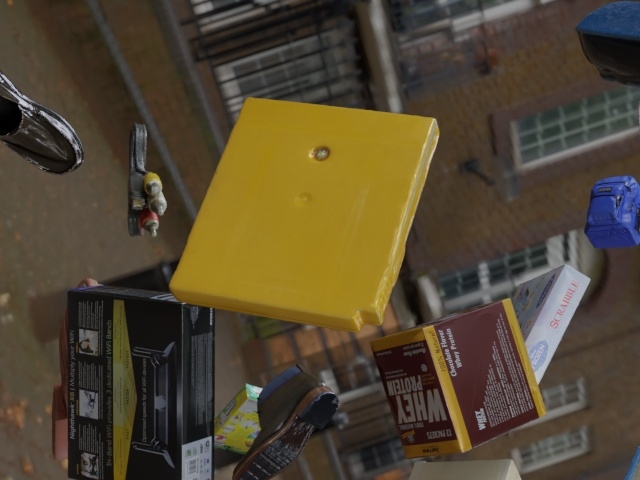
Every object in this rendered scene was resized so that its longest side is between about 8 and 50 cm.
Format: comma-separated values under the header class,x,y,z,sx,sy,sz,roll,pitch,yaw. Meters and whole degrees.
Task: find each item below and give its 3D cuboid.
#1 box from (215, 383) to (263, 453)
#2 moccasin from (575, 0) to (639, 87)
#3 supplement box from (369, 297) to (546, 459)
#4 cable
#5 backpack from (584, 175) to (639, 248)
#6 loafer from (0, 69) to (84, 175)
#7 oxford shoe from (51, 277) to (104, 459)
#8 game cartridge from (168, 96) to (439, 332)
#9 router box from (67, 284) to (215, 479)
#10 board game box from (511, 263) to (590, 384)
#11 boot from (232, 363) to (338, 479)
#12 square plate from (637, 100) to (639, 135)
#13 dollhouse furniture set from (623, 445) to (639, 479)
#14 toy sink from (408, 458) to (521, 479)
class,x,y,z,sx,sy,sz,roll,pitch,yaw
box,-0.156,0.377,2.333,0.105,0.179,0.043,22,33,-28
moccasin,0.492,-0.246,1.503,0.342,0.138,0.116,40,-20,58
supplement box,0.211,0.210,1.712,0.129,0.194,0.191,-21,-95,51
cable,-0.337,-0.112,2.163,0.287,0.072,0.139,-102,-160,-54
backpack,0.526,-0.059,1.990,0.101,0.098,0.120,51,49,-43
loafer,-0.417,-0.156,1.538,0.220,0.080,0.078,41,19,-33
oxford shoe,-0.384,0.224,1.953,0.140,0.147,0.397,-105,-155,-47
game cartridge,-0.017,-0.041,1.487,0.052,0.285,0.323,68,36,-56
router box,-0.278,0.232,1.724,0.081,0.243,0.308,-6,99,-55
board game box,0.419,0.221,2.344,0.066,0.318,0.318,29,-11,-1
boot,-0.073,0.302,1.830,0.082,0.219,0.106,47,0,-41
square plate,0.744,-0.102,2.020,0.344,0.049,0.347,-3,-87,48
dollhouse furniture set,0.794,0.637,2.441,0.303,0.286,0.198,-63,149,-18
toy sink,0.206,0.441,1.767,0.152,0.234,0.131,64,33,-26
